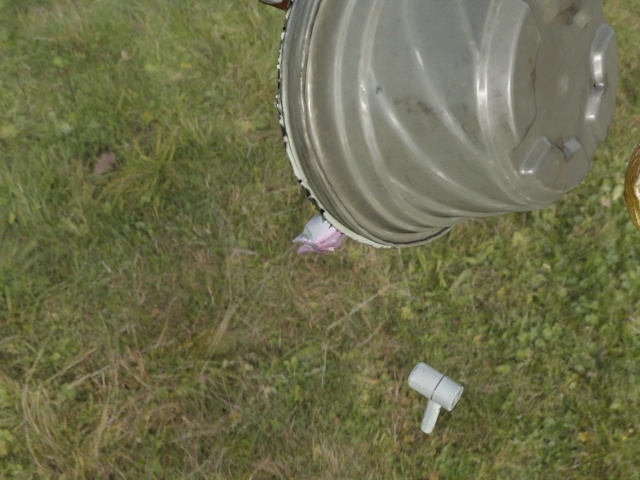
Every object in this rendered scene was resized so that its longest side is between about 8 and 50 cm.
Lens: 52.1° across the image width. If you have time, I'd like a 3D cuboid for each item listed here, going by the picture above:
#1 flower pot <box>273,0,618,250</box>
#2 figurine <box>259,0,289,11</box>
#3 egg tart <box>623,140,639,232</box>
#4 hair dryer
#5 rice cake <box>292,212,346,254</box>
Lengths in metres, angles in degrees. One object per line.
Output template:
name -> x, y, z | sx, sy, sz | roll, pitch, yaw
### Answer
flower pot -> 0.097, -0.100, 0.422 | 0.140, 0.235, 0.235 | 10, 47, 44
figurine -> -0.062, -0.464, 0.910 | 0.205, 0.283, 0.338 | -27, 56, 5
egg tart -> 0.480, -0.066, 0.789 | 0.213, 0.212, 0.090 | 34, 26, 22
hair dryer -> 0.184, 0.274, 1.100 | 0.082, 0.137, 0.047 | 28, 42, 27
rice cake -> 0.002, -0.001, 0.950 | 0.081, 0.290, 0.051 | -30, 87, -2
